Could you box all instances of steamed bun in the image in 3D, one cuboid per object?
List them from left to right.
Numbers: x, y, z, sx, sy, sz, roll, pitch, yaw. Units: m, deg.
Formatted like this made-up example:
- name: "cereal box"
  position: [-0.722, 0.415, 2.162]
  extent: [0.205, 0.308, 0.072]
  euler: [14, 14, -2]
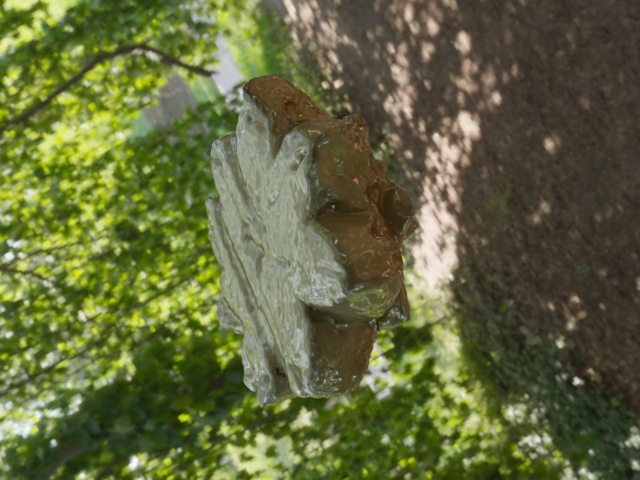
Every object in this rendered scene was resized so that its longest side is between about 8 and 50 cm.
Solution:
- name: "steamed bun"
  position: [0.000, 0.000, 0.779]
  extent: [0.292, 0.137, 0.295]
  euler: [1, 96, 64]
